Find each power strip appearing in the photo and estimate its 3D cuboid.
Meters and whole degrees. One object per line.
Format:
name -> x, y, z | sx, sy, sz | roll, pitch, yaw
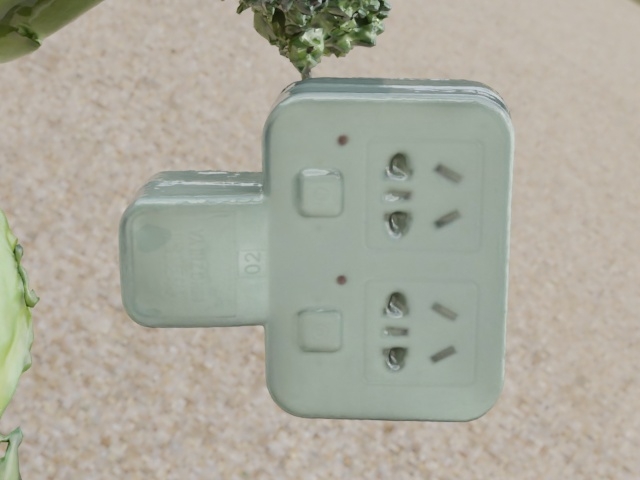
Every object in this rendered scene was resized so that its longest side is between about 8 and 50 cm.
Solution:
power strip -> 0.000, 0.000, 0.929 | 0.261, 0.229, 0.141 | 1, 15, 4

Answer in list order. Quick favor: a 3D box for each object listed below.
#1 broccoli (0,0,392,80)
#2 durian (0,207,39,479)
broccoli -> -0.169, -0.286, 1.014 | 0.397, 0.353, 0.275 | 9, 27, 27
durian -> -0.244, 0.072, 0.594 | 0.204, 0.256, 0.340 | 49, -19, -23
